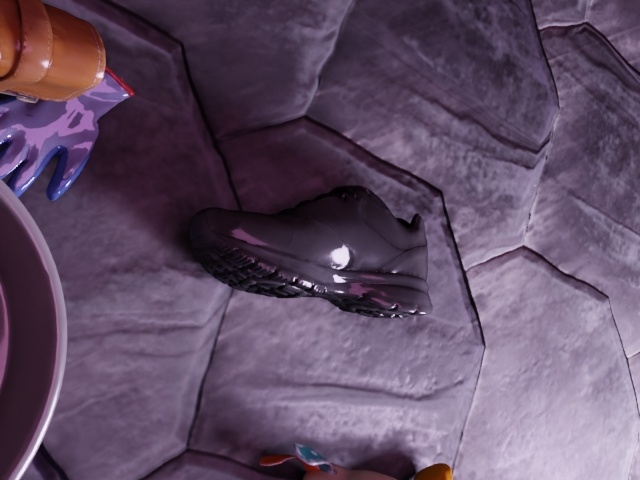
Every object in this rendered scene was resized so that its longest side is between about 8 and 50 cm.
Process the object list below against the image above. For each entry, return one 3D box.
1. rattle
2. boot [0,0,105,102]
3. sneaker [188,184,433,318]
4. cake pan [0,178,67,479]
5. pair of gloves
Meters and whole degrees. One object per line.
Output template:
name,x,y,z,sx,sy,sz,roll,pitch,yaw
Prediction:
rattle,0.050,0.238,0.671,0.200,0.130,0.143,36,58,2
boot,-0.237,-0.120,0.363,0.220,0.283,0.109,16,103,-35
sneaker,0.000,0.000,0.631,0.286,0.109,0.130,16,75,-40
cake pan,-0.292,0.063,0.351,0.293,0.054,0.293,8,80,-49
pair of gloves,-0.262,-0.130,0.507,0.198,0.023,0.159,46,70,-18
